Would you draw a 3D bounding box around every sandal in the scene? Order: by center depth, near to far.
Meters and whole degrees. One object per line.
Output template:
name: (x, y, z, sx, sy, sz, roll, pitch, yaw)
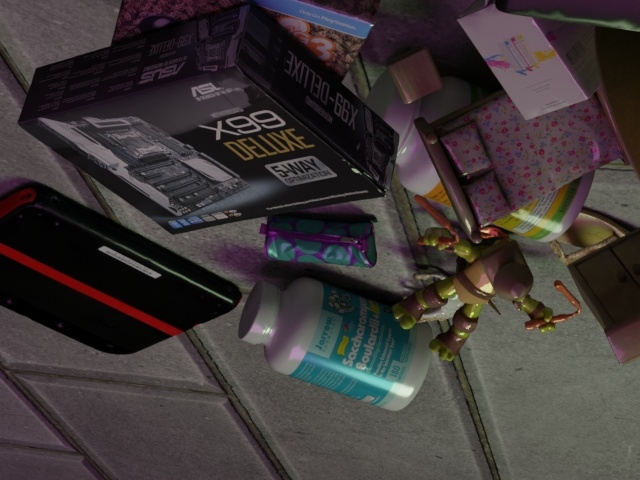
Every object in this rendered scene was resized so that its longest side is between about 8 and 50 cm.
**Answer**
sandal: (0.355, 0.026, 2.005, 0.240, 0.079, 0.088, 18, 154, -10)

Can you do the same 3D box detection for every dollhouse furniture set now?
dollhouse furniture set: (0.284, -0.078, 1.626, 0.303, 0.174, 0.355, -27, 114, 3)

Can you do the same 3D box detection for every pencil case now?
pencil case: (0.000, 0.000, 2.133, 0.152, 0.064, 0.070, 4, 169, 17)

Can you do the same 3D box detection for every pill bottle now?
pill bottle: (0.168, -0.100, 1.770, 0.246, 0.136, 0.136, 21, 153, -16)
pill bottle: (0.019, 0.142, 2.317, 0.264, 0.146, 0.146, 20, 153, -15)

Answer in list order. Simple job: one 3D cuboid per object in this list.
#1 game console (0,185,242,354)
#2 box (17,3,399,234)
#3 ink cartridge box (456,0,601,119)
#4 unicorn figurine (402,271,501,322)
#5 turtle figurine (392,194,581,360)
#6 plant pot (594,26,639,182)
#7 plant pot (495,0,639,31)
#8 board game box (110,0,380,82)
game console: (-0.360, 0.051, 2.428, 0.386, 0.060, 0.342, 28, 145, -30)
box: (-0.112, -0.112, 1.617, 0.307, 0.076, 0.242, -9, 147, 38)
ink cartridge box: (0.211, -0.206, 1.543, 0.143, 0.092, 0.090, 54, 145, -14)
unicorn figurine: (0.178, 0.080, 2.232, 0.111, 0.060, 0.162, 7, 169, -9)
turtle figurine: (0.191, 0.049, 2.105, 0.269, 0.087, 0.217, 33, 130, -13)
plant pot: (0.444, -0.149, 1.451, 0.293, 0.274, 0.275, -24, 138, 28)
plant pot: (0.252, -0.295, 1.304, 0.187, 0.188, 0.167, 9, 142, 9)
board game box: (-0.078, -0.236, 1.605, 0.232, 0.141, 0.291, 16, 154, -7)
